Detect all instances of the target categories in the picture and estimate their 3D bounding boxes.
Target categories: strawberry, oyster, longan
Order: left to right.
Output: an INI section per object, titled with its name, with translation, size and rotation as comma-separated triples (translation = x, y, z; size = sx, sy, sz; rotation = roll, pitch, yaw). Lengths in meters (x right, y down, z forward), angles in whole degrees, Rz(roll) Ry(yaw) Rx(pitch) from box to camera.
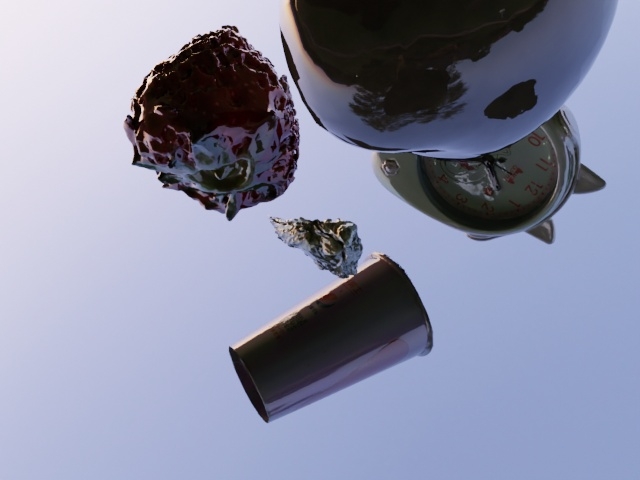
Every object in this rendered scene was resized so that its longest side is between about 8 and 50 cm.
[strawberry]
translation = -0.109, -0.133, 0.650
size = 0.187, 0.184, 0.201
rotation = 14, -116, -24
[oyster]
translation = 0.000, 0.000, 0.788
size = 0.177, 0.125, 0.064
rotation = 20, -98, 46
[longan]
translation = 0.083, -0.160, 0.419
size = 0.248, 0.248, 0.248
rotation = -8, -120, 13

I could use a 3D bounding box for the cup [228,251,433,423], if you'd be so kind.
[cup]
translation = 0.010, 0.165, 0.991
size = 0.289, 0.203, 0.203
rotation = -25, -125, -21

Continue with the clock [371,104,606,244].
[clock]
translation = 0.257, -0.131, 0.940
size = 0.324, 0.265, 0.108
rotation = 35, -139, 5
